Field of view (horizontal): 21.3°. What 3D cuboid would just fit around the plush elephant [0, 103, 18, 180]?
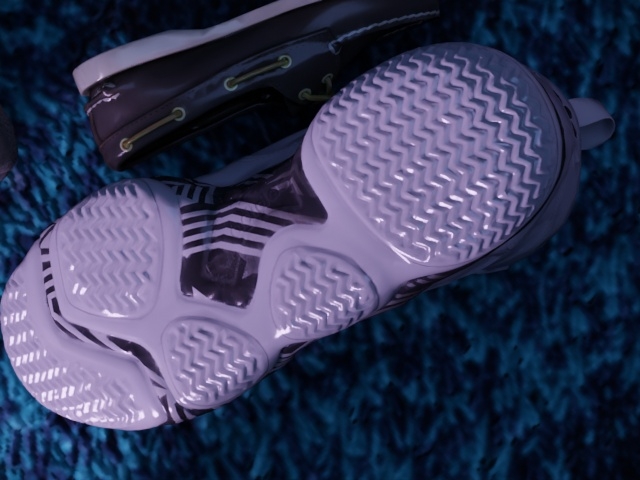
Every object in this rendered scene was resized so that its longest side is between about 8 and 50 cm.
[{"bbox_3d":[-0.338,-0.186,0.939,0.272,0.255,0.330,-18,123,-44],"label":"plush elephant"}]

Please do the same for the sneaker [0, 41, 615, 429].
[{"bbox_3d":[0.000,0.000,0.987,0.366,0.210,0.137,-26,83,27],"label":"sneaker"}]

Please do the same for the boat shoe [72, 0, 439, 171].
[{"bbox_3d":[-0.031,-0.104,1.025,0.228,0.081,0.068,-18,86,0],"label":"boat shoe"}]
